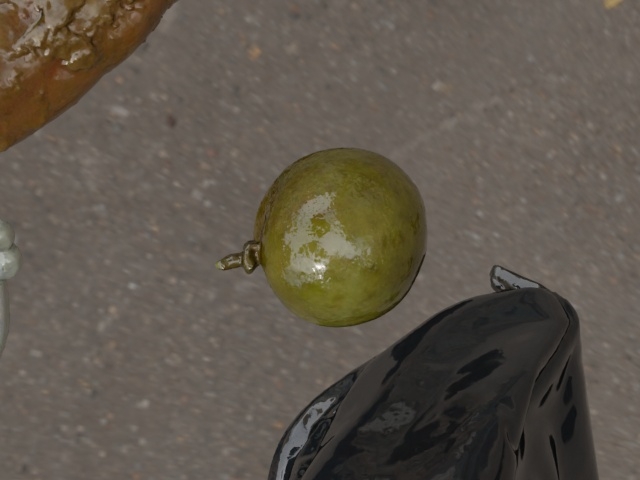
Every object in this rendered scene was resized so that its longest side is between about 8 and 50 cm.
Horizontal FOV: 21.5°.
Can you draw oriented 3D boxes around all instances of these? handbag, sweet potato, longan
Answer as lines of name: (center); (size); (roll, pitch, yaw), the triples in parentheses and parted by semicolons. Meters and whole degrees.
handbag: (0.063, 0.197, 0.932); (0.178, 0.302, 0.275); (-4, 33, 14)
sweet potato: (-0.176, -0.124, 1.039); (0.355, 0.095, 0.106); (-29, 74, -12)
longan: (0.000, 0.000, 0.644); (0.083, 0.075, 0.075); (-10, 73, -9)

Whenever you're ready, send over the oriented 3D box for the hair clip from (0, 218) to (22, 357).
hair clip: (-0.305, 0.062, 1.149); (0.220, 0.054, 0.140); (-8, 111, 0)
